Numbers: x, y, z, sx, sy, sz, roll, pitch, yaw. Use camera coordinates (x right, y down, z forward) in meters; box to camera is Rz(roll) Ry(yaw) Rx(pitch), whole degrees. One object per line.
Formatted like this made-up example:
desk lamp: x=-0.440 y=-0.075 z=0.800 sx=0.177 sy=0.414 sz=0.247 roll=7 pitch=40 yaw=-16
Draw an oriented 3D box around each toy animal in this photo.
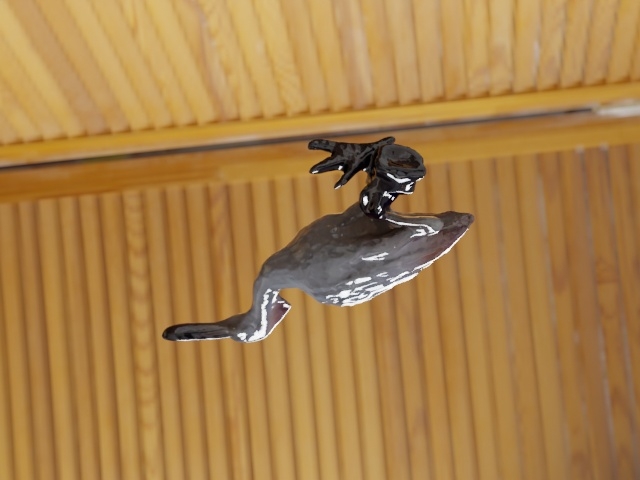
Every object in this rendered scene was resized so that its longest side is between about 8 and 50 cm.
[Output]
toy animal: x=0.010 y=0.014 z=1.211 sx=0.324 sy=0.195 sz=0.090 roll=-46 pitch=-141 yaw=36
